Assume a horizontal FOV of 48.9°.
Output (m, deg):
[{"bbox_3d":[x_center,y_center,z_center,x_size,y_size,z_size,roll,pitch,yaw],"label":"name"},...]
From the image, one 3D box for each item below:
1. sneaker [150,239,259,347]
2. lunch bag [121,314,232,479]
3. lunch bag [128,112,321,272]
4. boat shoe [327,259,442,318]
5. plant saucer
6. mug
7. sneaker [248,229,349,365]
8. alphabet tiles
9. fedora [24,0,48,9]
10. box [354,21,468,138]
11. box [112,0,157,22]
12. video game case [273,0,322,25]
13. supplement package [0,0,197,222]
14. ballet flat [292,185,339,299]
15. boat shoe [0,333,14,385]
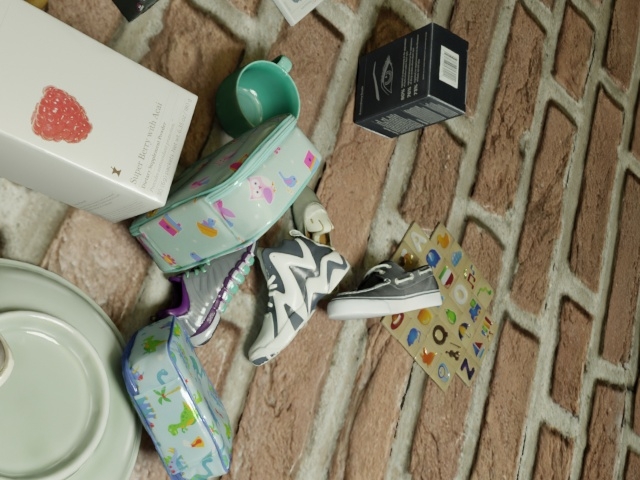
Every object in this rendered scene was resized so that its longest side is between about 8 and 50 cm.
[{"bbox_3d":[-0.178,0.053,1.117,0.098,0.083,0.224,36,63,-24],"label":"sneaker"},{"bbox_3d":[-0.201,0.227,1.009,0.090,0.176,0.219,-22,107,-1],"label":"lunch bag"},{"bbox_3d":[-0.142,-0.072,1.042,0.108,0.279,0.224,52,44,-21],"label":"lunch bag"},{"bbox_3d":[0.121,0.089,1.321,0.301,0.108,0.102,-3,82,-44],"label":"boat shoe"},{"bbox_3d":[-0.376,0.200,0.860,0.400,0.100,0.401,23,55,-38],"label":"plant saucer"},{"bbox_3d":[-0.105,-0.235,1.210,0.157,0.097,0.130,-29,100,-39],"label":"mug"},{"bbox_3d":[-0.077,0.083,1.195,0.153,0.094,0.235,39,88,5],"label":"sneaker"},{"bbox_3d":[0.258,0.138,1.500,0.342,0.011,0.285,49,57,-22],"label":"alphabet tiles"},{"bbox_3d":[-0.463,-0.386,0.958,0.194,0.079,0.195,3,85,-43],"label":"fedora"},{"bbox_3d":[0.175,-0.306,1.378,0.108,0.207,0.153,15,75,-37],"label":"box"},{"bbox_3d":[-0.297,-0.398,1.104,0.083,0.062,0.052,52,54,-21],"label":"box"},{"bbox_3d":[-0.058,-0.510,1.344,0.157,0.019,0.143,53,55,-19],"label":"video game case"},{"bbox_3d":[-0.350,-0.166,0.950,0.292,0.175,0.178,25,69,-33],"label":"supplement package"},{"bbox_3d":[0.000,0.000,1.276,0.072,0.068,0.213,-5,86,-39],"label":"ballet flat"},{"bbox_3d":[-0.478,0.061,0.752,0.324,0.097,0.117,29,53,9],"label":"boat shoe"}]
